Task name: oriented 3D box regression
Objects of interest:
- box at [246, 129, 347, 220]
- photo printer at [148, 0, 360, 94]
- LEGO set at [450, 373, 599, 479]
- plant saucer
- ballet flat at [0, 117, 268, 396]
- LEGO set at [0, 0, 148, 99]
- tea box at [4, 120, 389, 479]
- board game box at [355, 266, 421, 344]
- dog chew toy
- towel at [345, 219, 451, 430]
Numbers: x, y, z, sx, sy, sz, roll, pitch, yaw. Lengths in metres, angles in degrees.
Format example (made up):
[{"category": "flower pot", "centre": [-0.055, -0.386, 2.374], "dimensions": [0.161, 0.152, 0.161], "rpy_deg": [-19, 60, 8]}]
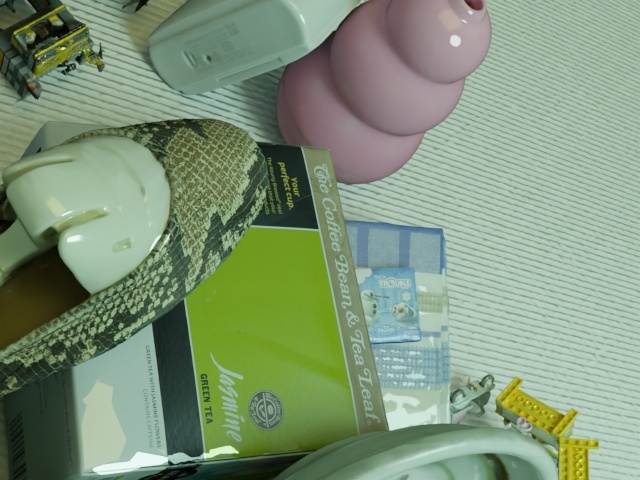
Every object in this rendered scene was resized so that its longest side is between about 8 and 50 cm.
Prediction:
[{"category": "box", "centre": [0.000, 0.000, 1.231], "dimensions": [0.324, 0.067, 0.063], "rpy_deg": [43, 51, -10]}, {"category": "photo printer", "centre": [-0.046, -0.323, 1.246], "dimensions": [0.107, 0.256, 0.307], "rpy_deg": [58, 47, -24]}, {"category": "LEGO set", "centre": [0.271, 0.284, 1.189], "dimensions": [0.132, 0.107, 0.287], "rpy_deg": [-22, 44, -15]}, {"category": "plant saucer", "centre": [0.032, 0.287, 0.931], "dimensions": [0.400, 0.400, 0.100], "rpy_deg": [0, 40, -34]}, {"category": "ballet flat", "centre": [-0.250, 0.035, 0.729], "dimensions": [0.483, 0.182, 0.164], "rpy_deg": [-33, 70, -9]}, {"category": "LEGO set", "centre": [-0.265, -0.306, 1.090], "dimensions": [0.192, 0.255, 0.331], "rpy_deg": [51, 53, -2]}, {"category": "tea box", "centre": [-0.142, 0.083, 0.989], "dimensions": [0.323, 0.220, 0.329], "rpy_deg": [3, 66, -33]}, {"category": "board game box", "centre": [0.072, 0.078, 1.156], "dimensions": [0.090, 0.020, 0.090], "rpy_deg": [-2, 78, -18]}, {"category": "dog chew toy", "centre": [0.086, -0.208, 1.221], "dimensions": [0.206, 0.332, 0.206], "rpy_deg": [16, 58, -28]}, {"category": "towel", "centre": [0.060, 0.116, 1.173], "dimensions": [0.209, 0.034, 0.285], "rpy_deg": [5, 77, -18]}]
